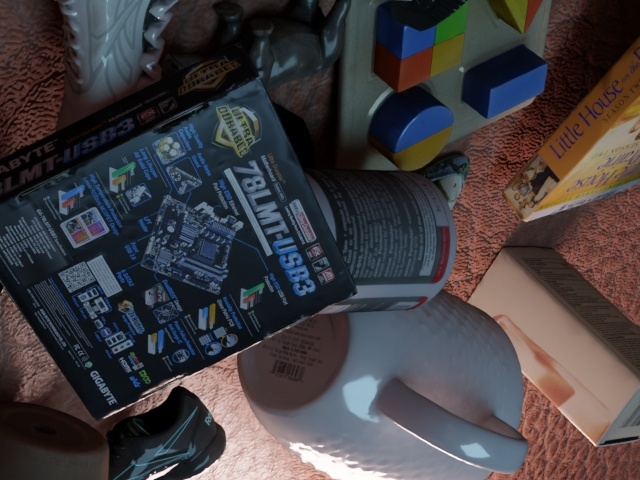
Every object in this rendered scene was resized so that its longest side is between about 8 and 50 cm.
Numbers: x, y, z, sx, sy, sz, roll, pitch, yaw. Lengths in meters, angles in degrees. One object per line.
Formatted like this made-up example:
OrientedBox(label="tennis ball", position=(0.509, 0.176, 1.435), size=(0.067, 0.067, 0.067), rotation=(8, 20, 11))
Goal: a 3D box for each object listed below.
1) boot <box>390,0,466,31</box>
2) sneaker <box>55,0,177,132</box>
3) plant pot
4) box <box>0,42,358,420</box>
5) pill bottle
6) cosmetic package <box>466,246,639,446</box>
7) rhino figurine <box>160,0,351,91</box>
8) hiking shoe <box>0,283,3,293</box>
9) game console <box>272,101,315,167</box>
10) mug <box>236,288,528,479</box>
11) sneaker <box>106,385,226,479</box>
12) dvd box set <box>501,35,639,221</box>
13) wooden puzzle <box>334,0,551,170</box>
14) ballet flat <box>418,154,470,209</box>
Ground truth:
OrientedBox(label="boot", position=(0.141, -0.325, 1.697), size=(0.077, 0.137, 0.198), rotation=(27, 124, -13))
OrientedBox(label="sneaker", position=(-0.194, -0.200, 1.466), size=(0.118, 0.110, 0.292), rotation=(4, 121, -38))
OrientedBox(label="plant pot", position=(-0.337, 0.309, 1.793), size=(0.263, 0.263, 0.229), rotation=(5, 107, -53))
OrientedBox(label="box", position=(-0.146, 0.001, 1.532), size=(0.293, 0.073, 0.295), rotation=(-28, 132, -2))
OrientedBox(label="pill bottle", position=(0.000, 0.000, 1.779), size=(0.283, 0.161, 0.161), rotation=(0, 128, -44))
OrientedBox(label="cosmetic package", position=(0.366, 0.150, 2.363), size=(0.153, 0.296, 0.129), rotation=(2, 128, -50))
OrientedBox(label="rhino figurine", position=(-0.073, -0.185, 1.643), size=(0.243, 0.073, 0.106), rotation=(-27, 142, -25))
OrientedBox(label="hiking shoe", position=(-0.332, 0.039, 1.562), size=(0.227, 0.114, 0.086), rotation=(-18, 141, -38))
OrientedBox(label="game console", position=(-0.156, -0.007, 1.790), size=(0.361, 0.044, 0.213), rotation=(-51, 149, 8))
OrientedBox(label="mug", position=(0.091, 0.184, 2.004), size=(0.328, 0.374, 0.276), rotation=(27, 91, -51))
OrientedBox(label="sneaker", position=(-0.247, 0.277, 2.005), size=(0.267, 0.101, 0.106), rotation=(-35, 126, -15))
OrientedBox(label="dvd box set", position=(0.455, -0.201, 2.154), size=(0.307, 0.062, 0.420), rotation=(-16, 153, -48))
OrientedBox(label="wooden puzzle", position=(0.161, -0.212, 1.885), size=(0.322, 0.080, 0.348), rotation=(-27, 146, -27))
OrientedBox(label="ballet flat", position=(0.132, -0.052, 2.061), size=(0.188, 0.070, 0.070), rotation=(-24, 144, -31))
